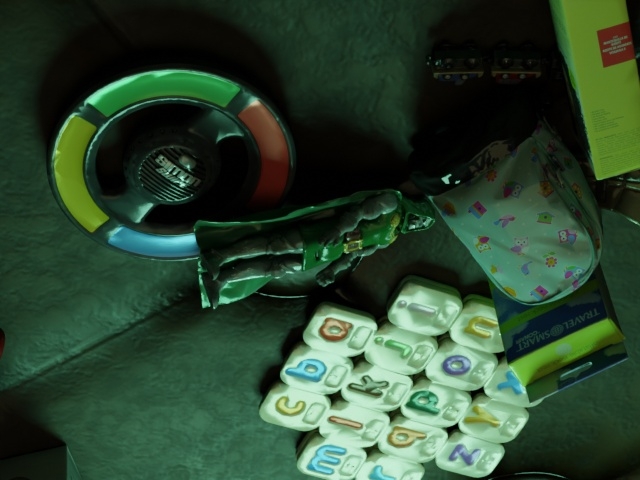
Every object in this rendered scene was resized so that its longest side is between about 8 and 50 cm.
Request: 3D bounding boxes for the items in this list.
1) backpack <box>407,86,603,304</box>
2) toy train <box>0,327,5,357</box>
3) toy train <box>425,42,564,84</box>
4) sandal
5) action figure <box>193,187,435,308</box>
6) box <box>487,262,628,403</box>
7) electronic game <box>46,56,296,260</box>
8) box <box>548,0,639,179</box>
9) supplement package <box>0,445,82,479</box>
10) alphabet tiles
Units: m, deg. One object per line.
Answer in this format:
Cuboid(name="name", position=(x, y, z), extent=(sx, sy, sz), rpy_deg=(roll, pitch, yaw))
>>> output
Cuboid(name="backpack", position=(0.180, -0.031, 1.722), extent=(0.152, 0.115, 0.182), rpy_deg=(-30, 109, 27))
Cuboid(name="toy train", position=(-0.357, 0.125, 1.794), extent=(0.105, 0.143, 0.248), rpy_deg=(14, 127, -17))
Cuboid(name="toy train", position=(0.172, -0.159, 1.695), extent=(0.158, 0.027, 0.036), rpy_deg=(0, 140, -7))
Cuboid(name="sandal", position=(0.282, -0.057, 1.780), extent=(0.180, 0.049, 0.072), rpy_deg=(7, 120, 7))
Cuboid(name="action figure", position=(0.000, 0.000, 1.763), extent=(0.232, 0.063, 0.137), rpy_deg=(-17, 149, -14))
Cuboid(name="box", position=(0.221, 0.062, 1.783), extent=(0.109, 0.178, 0.042), rpy_deg=(-27, 127, 16))
Cuboid(name="electronic game", position=(-0.136, -0.071, 1.718), extent=(0.229, 0.048, 0.229), rpy_deg=(-3, 130, -4))
Cuboid(name="box", position=(0.237, -0.174, 1.624), extent=(0.058, 0.087, 0.232), rpy_deg=(-15, 119, 1))
Cuboid(name="supplement package", position=(-0.328, 0.389, 1.939), extent=(0.199, 0.263, 0.198), rpy_deg=(-13, 129, 4))
Cuboid(name="alphabet tiles", position=(0.089, 0.156, 1.950), extent=(0.278, 0.021, 0.284), rpy_deg=(16, 126, -19))
